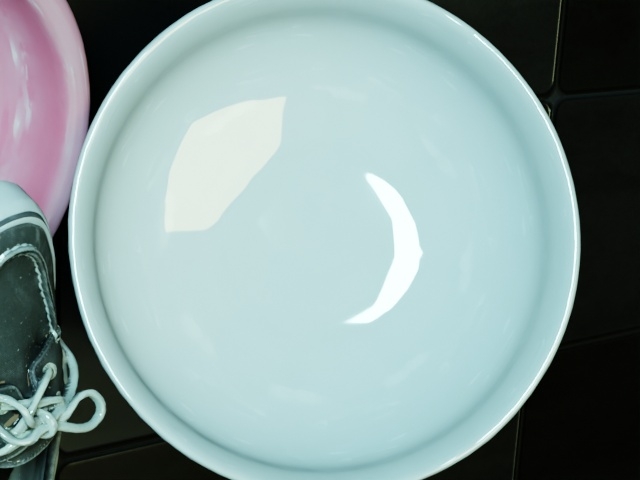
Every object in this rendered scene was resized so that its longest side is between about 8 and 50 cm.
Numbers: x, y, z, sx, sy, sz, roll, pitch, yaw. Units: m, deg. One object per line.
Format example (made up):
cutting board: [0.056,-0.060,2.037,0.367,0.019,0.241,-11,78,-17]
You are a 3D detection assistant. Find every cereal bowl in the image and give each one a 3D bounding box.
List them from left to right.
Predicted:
cereal bowl: [0.000,0.000,1.011,0.339,0.141,0.339,0,87,-4]

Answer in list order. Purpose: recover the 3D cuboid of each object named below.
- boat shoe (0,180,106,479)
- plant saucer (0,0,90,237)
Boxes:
boat shoe: [-0.204,0.100,0.944,0.113,0.105,0.306,-27,147,-43]
plant saucer: [-0.290,-0.049,0.876,0.332,0.084,0.332,-32,141,-31]
